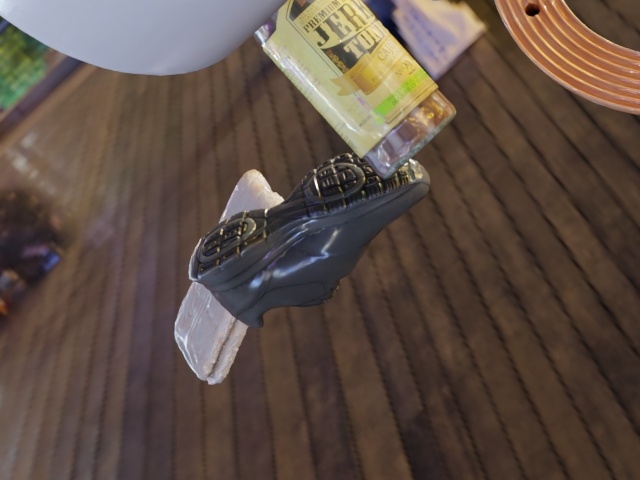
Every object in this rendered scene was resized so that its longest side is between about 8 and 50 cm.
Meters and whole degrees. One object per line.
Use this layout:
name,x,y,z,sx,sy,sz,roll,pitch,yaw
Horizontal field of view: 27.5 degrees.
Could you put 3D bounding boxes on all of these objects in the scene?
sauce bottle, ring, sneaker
sauce bottle,-0.011,-0.220,1.335,0.111,0.344,0.111,-43,2,2
ring,0.326,-0.265,1.222,0.336,0.336,0.032,-47,-21,-8
sneaker,0.000,0.000,1.454,0.286,0.130,0.109,-26,31,17

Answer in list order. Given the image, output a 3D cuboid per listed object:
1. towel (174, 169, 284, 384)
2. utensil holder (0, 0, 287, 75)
towel,-0.123,0.052,1.859,0.282,0.049,0.187,-65,26,11
utensil holder,-0.060,-0.332,0.820,0.385,0.327,0.327,-39,17,40
